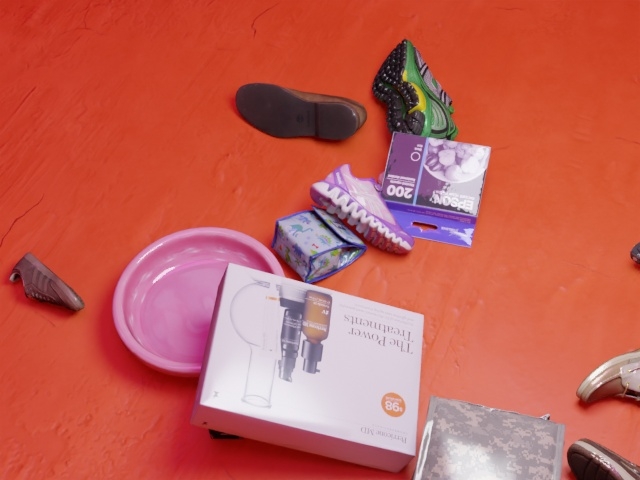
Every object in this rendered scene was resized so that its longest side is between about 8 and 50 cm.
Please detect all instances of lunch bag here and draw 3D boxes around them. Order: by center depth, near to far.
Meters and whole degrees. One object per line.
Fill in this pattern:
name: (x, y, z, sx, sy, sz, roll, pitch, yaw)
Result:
lunch bag: (0.264, 0.403, 1.603, 0.235, 0.169, 0.287, 11, 58, 11)
lunch bag: (0.000, 0.000, 1.978, 0.151, 0.096, 0.129, -18, 50, -34)

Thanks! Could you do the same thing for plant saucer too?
plant saucer: (-0.227, 0.126, 1.894, 0.332, 0.084, 0.332, -1, 53, 1)

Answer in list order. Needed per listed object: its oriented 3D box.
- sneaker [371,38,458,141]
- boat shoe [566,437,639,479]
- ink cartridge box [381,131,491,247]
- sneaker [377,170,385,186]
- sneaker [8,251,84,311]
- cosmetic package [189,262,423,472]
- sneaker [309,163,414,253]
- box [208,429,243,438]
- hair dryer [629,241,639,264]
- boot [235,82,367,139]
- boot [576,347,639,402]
sneaker: (0.212, -0.320, 2.210, 0.146, 0.134, 0.343, 21, 39, -27)
boat shoe: (0.529, 0.416, 1.638, 0.095, 0.095, 0.257, -30, 62, -35)
ink cartridge box: (0.228, -0.106, 2.020, 0.206, 0.045, 0.208, 10, 81, 11)
sneaker: (0.187, -0.152, 2.095, 0.134, 0.070, 0.051, -7, 55, -1)
sneaker: (-0.541, 0.099, 1.954, 0.188, 0.066, 0.071, 35, 78, 32)
cosmetic package: (-0.014, 0.221, 1.729, 0.377, 0.097, 0.284, 15, 55, -11)
sneaker: (0.099, -0.068, 1.976, 0.236, 0.095, 0.104, 37, 71, 0)
box: (-0.167, 0.310, 1.748, 0.062, 0.083, 0.052, 0, 53, 3)
hair dryer: (0.761, 0.007, 1.959, 0.223, 0.080, 0.293, 39, 68, 10)
boot: (-0.042, -0.292, 2.217, 0.305, 0.112, 0.115, 14, 24, 18)
boot: (0.577, 0.278, 1.741, 0.213, 0.077, 0.165, -20, 56, -15)
